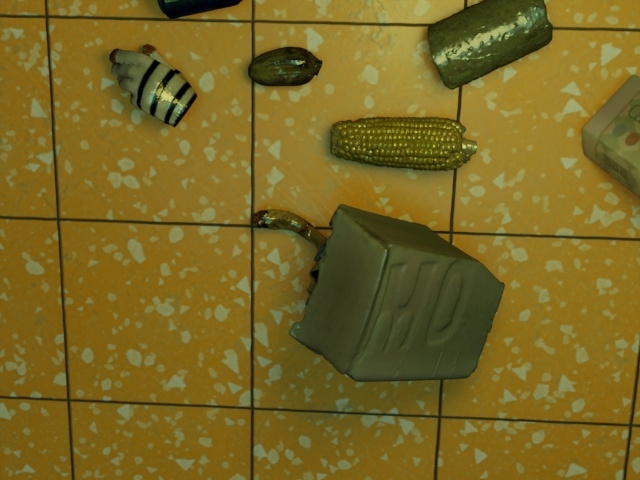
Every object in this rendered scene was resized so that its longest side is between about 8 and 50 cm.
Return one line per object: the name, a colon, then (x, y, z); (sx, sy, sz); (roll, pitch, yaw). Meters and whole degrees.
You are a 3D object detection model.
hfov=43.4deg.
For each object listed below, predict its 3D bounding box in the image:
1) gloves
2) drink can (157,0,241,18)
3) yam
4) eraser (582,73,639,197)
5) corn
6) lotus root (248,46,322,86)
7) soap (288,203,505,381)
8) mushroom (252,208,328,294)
gloves: (-0.406, -0.374, 1.902); (0.218, 0.131, 0.140); (36, 101, -15)
drink can: (-0.272, -0.583, 1.846); (0.204, 0.118, 0.118); (-9, 103, 5)
yam: (0.376, -0.462, 1.819); (0.267, 0.161, 0.161); (-25, 101, 11)
eraser: (0.747, -0.191, 1.752); (0.082, 0.397, 0.213); (30, 106, -36)
corn: (0.194, -0.232, 1.901); (0.346, 0.130, 0.130); (5, 104, 5)
lotus root: (-0.083, -0.410, 1.896); (0.179, 0.081, 0.089); (-1, 117, 8)
soap: (0.193, 0.139, 1.851); (0.435, 0.213, 0.351); (9, 103, -40)
mushroom: (0.020, -0.006, 1.958); (0.302, 0.233, 0.208); (58, 144, 2)
